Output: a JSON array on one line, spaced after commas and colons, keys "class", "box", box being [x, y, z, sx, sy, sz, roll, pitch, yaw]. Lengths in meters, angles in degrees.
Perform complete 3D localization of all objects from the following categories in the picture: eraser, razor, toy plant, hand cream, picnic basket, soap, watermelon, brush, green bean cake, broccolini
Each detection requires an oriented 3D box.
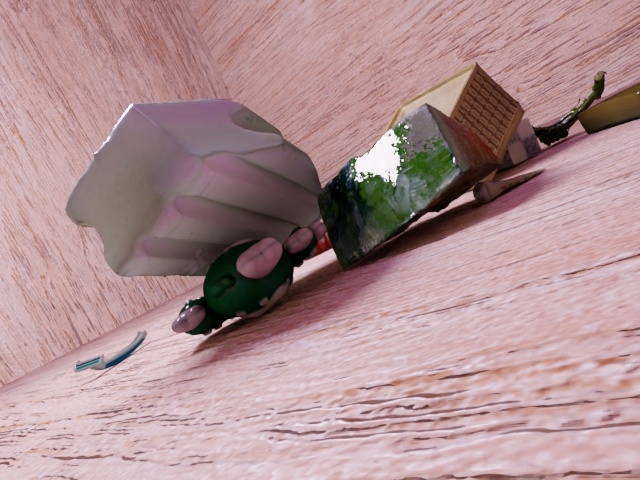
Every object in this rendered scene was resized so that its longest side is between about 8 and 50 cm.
[{"class": "eraser", "box": [0.411, -0.217, 1.355, 0.098, 0.097, 0.404, -25, 4, -15]}, {"class": "razor", "box": [-0.411, 0.228, 1.034, 0.068, 0.037, 0.191, -19, 2, 15]}, {"class": "toy plant", "box": [-0.105, 0.057, 0.775, 0.232, 0.113, 0.243, -44, -10, 36]}, {"class": "hand cream", "box": [0.312, -0.095, 0.847, 0.165, 0.037, 0.057, -19, -1, -33]}, {"class": "picnic basket", "box": [0.282, -0.231, 1.182, 0.228, 0.175, 0.312, -61, 20, -17]}, {"class": "soap", "box": [-0.147, -0.076, 0.836, 0.261, 0.156, 0.446, -52, -19, 10]}, {"class": "watermelon", "box": [0.134, -0.099, 0.851, 0.264, 0.151, 0.302, -41, -10, 34]}, {"class": "brush", "box": [0.628, -0.278, 1.016, 0.123, 0.059, 0.197, -29, 3, -7]}, {"class": "green bean cake", "box": [0.000, 0.000, 1.353, 0.135, 0.057, 0.135, -26, 2, -4]}, {"class": "broccolini", "box": [0.548, -0.292, 1.140, 0.123, 0.062, 0.271, -29, -17, -6]}]
